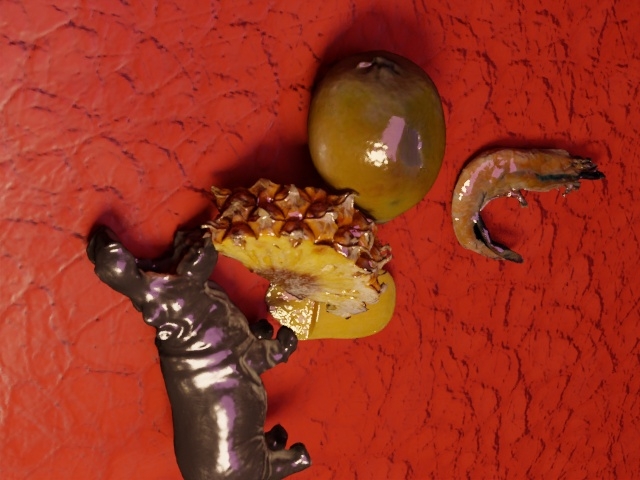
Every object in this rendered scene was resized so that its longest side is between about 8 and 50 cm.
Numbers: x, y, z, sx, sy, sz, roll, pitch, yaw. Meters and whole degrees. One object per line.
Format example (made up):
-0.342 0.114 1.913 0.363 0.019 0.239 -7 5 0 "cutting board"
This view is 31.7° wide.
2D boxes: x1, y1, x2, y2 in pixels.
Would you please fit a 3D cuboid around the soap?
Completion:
0.016 0.077 1.323 0.168 0.033 0.089 -7 106 -27 "soap"

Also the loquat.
0.061 -0.109 1.213 0.152 0.152 0.195 -18 125 -24 "loquat"

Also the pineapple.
0.000 0.001 1.192 0.233 0.135 0.079 31 53 -37 "pineapple"

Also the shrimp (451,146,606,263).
0.261 -0.045 1.410 0.219 0.046 0.152 -7 112 -24 "shrimp"

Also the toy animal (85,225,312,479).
-0.120 0.115 1.217 0.168 0.106 0.343 -28 111 -21 "toy animal"
